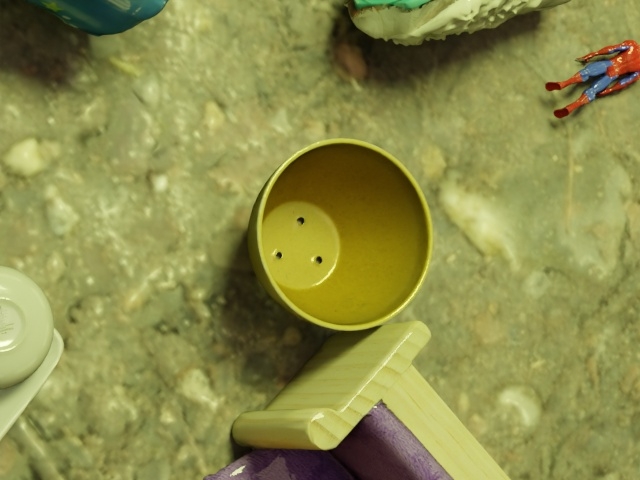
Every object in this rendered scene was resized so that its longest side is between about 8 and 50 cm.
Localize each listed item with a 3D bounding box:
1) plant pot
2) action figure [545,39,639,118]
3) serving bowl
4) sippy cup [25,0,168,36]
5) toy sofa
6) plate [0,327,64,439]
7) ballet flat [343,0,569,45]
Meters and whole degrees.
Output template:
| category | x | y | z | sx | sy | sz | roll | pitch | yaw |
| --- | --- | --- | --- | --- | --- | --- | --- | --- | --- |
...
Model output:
| category | x | y | z | sx | sy | sz | roll | pitch | yaw |
| --- | --- | --- | --- | --- | --- | --- | --- | --- | --- |
| plant pot | 0.000 | 0.000 | 1.119 | 0.134 | 0.095 | 0.134 | 3 | 83 | -24 |
| action figure | 0.231 | -0.137 | 1.269 | 0.115 | 0.030 | 0.038 | -28 | 101 | -28 |
| serving bowl | -0.212 | 0.056 | 1.014 | 0.083 | 0.027 | 0.083 | 3 | 82 | -25 |
| sippy cup | -0.179 | -0.257 | 1.010 | 0.224 | 0.305 | 0.240 | 34 | 45 | -29 |
| toy sofa | 0.094 | 0.243 | 1.105 | 0.177 | 0.150 | 0.362 | -45 | 102 | -22 |
| plate | -0.350 | 0.092 | 0.988 | 0.278 | 0.045 | 0.277 | 40 | 70 | -15 |
| ballet flat | 0.190 | -0.264 | 1.216 | 0.147 | 0.147 | 0.409 | 47 | 70 | -12 |
